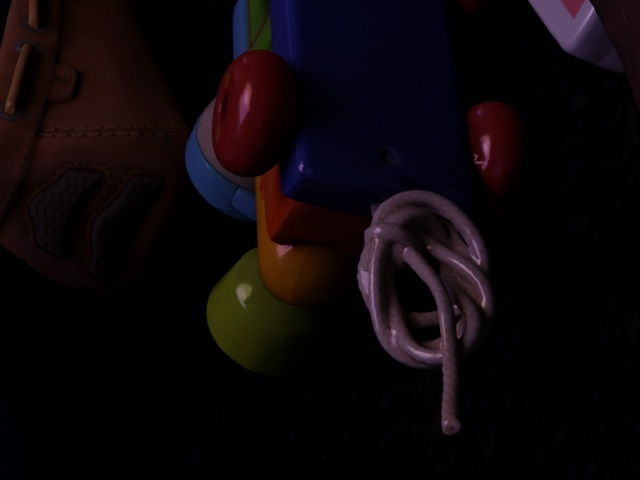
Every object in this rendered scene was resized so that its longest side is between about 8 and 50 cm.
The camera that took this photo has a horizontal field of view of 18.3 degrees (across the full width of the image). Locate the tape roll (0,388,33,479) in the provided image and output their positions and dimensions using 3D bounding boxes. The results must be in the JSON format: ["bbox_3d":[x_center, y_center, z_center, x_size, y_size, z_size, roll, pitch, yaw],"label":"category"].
[{"bbox_3d":[-0.269,0.148,0.917,0.275,0.275,0.090,-56,29,30],"label":"tape roll"}]

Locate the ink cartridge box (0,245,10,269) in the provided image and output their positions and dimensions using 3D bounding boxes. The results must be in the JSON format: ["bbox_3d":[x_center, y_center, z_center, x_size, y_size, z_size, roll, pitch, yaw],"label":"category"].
[{"bbox_3d":[-0.277,0.057,1.065,0.065,0.333,0.165,43,122,17],"label":"ink cartridge box"}]

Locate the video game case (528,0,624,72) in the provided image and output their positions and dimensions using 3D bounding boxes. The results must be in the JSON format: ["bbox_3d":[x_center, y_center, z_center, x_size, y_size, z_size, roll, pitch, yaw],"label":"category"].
[{"bbox_3d":[0.122,-0.217,0.603,0.285,0.025,0.204,-60,28,23],"label":"video game case"}]

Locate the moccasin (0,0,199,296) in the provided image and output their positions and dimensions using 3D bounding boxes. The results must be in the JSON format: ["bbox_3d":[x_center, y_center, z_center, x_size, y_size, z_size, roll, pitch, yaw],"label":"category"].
[{"bbox_3d":[-0.175,-0.094,1.039,0.139,0.147,0.380,-60,27,23],"label":"moccasin"}]

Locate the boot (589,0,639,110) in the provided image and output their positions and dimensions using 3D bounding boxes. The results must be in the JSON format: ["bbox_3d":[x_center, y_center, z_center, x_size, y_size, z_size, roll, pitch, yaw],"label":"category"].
[{"bbox_3d":[0.135,-0.148,0.470,0.248,0.090,0.206,-39,68,38],"label":"boot"}]

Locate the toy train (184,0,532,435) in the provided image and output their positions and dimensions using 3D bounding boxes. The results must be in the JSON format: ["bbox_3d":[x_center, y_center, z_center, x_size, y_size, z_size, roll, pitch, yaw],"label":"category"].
[{"bbox_3d":[0.000,0.000,0.691,0.143,0.105,0.248,119,154,-46],"label":"toy train"}]
